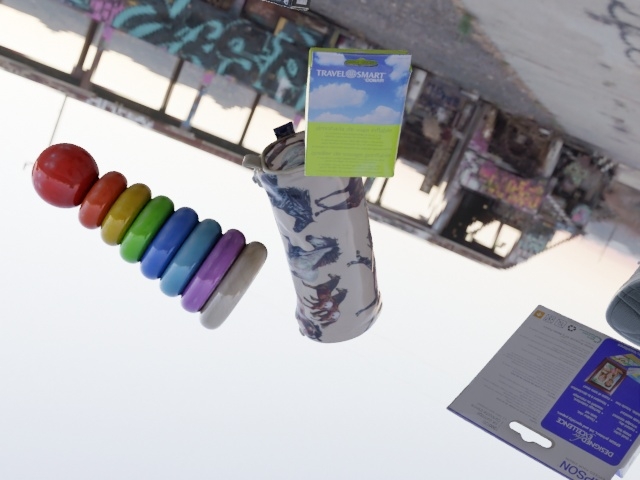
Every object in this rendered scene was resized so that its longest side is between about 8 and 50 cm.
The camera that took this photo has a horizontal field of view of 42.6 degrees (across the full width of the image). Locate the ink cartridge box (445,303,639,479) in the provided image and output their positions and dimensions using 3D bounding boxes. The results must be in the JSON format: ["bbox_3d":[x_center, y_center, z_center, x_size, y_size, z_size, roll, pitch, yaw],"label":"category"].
[{"bbox_3d":[0.294,0.190,0.988,0.206,0.045,0.208,26,-126,37],"label":"ink cartridge box"}]

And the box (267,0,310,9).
[{"bbox_3d":[-0.080,-0.525,1.487,0.147,0.180,0.077,21,-160,20],"label":"box"}]

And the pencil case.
[{"bbox_3d":[0.000,0.000,1.441,0.183,0.410,0.160,-4,-144,13],"label":"pencil case"}]

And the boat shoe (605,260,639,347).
[{"bbox_3d":[0.454,0.031,0.961,0.118,0.320,0.103,38,-125,10],"label":"boat shoe"}]

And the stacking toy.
[{"bbox_3d":[-0.240,-0.023,1.118,0.330,0.141,0.141,35,-170,-5],"label":"stacking toy"}]

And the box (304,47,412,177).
[{"bbox_3d":[0.038,-0.145,0.913,0.109,0.178,0.042,1,-131,-3],"label":"box"}]
